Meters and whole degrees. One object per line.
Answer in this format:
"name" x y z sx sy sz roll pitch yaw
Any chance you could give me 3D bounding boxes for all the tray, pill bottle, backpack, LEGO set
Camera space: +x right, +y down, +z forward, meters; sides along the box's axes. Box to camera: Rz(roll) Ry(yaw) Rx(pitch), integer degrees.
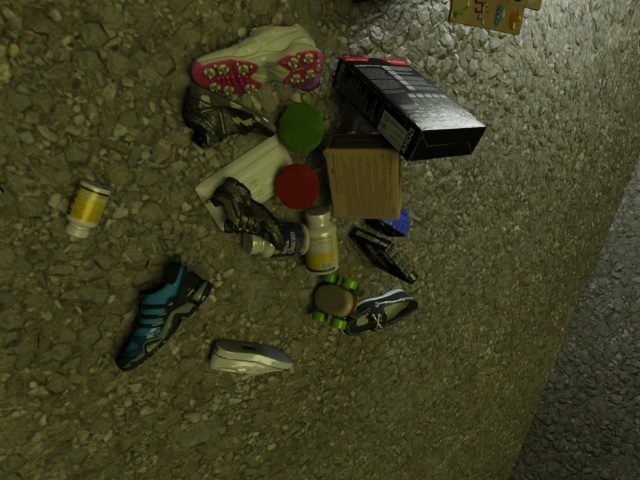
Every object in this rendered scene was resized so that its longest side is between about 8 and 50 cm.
"tray" -0.180 -0.152 1.150 0.270 0.030 0.145 -38 125 -17
"pill bottle" 0.000 0.000 1.282 0.103 0.103 0.184 -19 117 -28
"backpack" 0.215 -0.071 1.410 0.120 0.098 0.101 24 72 -29
"LEGO set" 0.118 -0.214 1.278 0.107 0.132 0.287 -28 128 -13
"pill bottle" -0.503 -0.067 0.938 0.065 0.065 0.116 22 94 -38
"pill bottle" -0.123 0.000 1.203 0.169 0.094 0.094 -4 109 -33

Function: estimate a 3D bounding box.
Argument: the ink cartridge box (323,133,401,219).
"ink cartridge box" 0.123 -0.171 1.194 0.235 0.193 0.088 80 21 -44

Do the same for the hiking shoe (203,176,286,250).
"hiking shoe" -0.185 -0.048 1.103 0.114 0.086 0.227 -41 101 5

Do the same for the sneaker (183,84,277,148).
"sneaker" -0.220 -0.268 1.046 0.227 0.087 0.130 14 101 -34

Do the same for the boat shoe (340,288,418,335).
"boat shoe" 0.209 0.256 1.526 0.302 0.091 0.114 -25 119 -25

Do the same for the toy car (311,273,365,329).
"toy car" 0.085 0.199 1.401 0.188 0.149 0.155 20 85 -49

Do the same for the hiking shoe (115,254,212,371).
"hiking shoe" -0.412 0.185 1.090 0.132 0.113 0.304 43 87 -6

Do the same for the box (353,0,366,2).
"box" 0.246 -0.741 0.991 0.212 0.395 0.293 -26 120 -24

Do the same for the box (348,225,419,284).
"box" 0.199 0.047 1.383 0.045 0.184 0.191 -49 128 -8

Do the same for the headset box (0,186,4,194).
"headset box" -0.661 -0.105 0.837 0.062 0.032 0.083 -34 121 -20

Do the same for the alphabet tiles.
"alphabet tiles" 0.356 -0.578 0.870 0.342 0.011 0.285 -9 112 -32

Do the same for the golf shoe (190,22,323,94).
"golf shoe" -0.155 -0.432 1.029 0.306 0.115 0.140 -12 70 -14

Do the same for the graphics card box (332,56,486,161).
"graphics card box" 0.221 -0.354 1.142 0.233 0.371 0.094 -12 139 -31

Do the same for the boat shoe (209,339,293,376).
"boat shoe" -0.205 0.358 1.293 0.258 0.095 0.084 20 99 -27

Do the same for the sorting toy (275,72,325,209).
"sorting toy" -0.032 -0.268 1.165 0.126 0.127 0.365 -20 116 -68
